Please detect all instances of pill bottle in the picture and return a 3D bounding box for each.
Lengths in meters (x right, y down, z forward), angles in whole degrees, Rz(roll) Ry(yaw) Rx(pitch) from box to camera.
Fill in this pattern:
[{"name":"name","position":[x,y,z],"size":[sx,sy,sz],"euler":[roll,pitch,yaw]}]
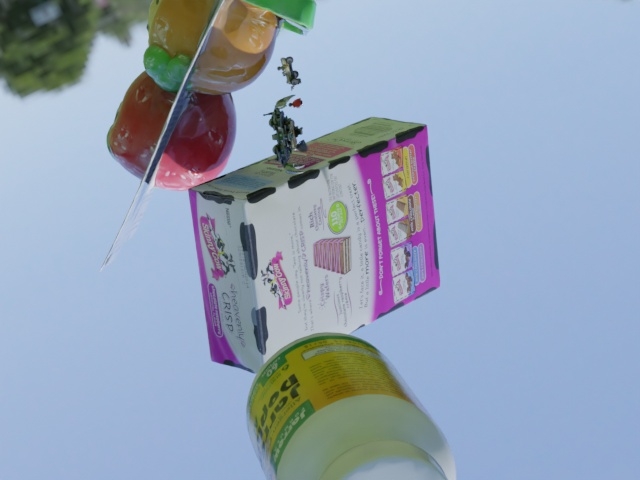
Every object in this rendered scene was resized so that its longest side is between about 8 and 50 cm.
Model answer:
[{"name":"pill bottle","position":[0.022,0.144,1.135],"size":[0.118,0.117,0.208],"euler":[-26,-162,-3]}]

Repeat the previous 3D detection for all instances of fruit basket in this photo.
[{"name":"fruit basket","position":[-0.118,-0.154,1.501],"size":[0.353,0.165,0.327],"euler":[-61,-176,4]}]

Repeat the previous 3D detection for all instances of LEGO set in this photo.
[{"name":"LEGO set","position":[-0.024,-0.076,1.104],"size":[0.023,0.054,0.083],"euler":[-8,-138,8]}]

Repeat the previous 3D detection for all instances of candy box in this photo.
[{"name":"candy box","position":[0.000,0.000,1.493],"size":[0.071,0.159,0.233],"euler":[11,-155,41]}]
